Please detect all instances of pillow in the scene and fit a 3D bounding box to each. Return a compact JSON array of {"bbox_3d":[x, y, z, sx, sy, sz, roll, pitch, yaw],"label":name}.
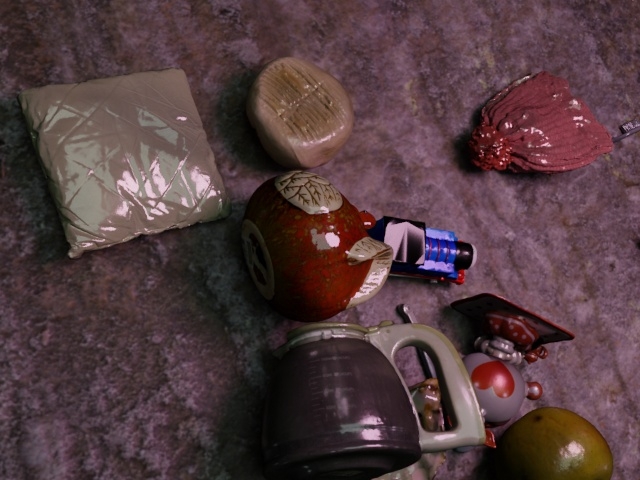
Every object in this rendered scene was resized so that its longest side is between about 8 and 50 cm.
[{"bbox_3d":[-0.309,-0.132,1.271,0.280,0.076,0.274,-17,86,-29],"label":"pillow"}]

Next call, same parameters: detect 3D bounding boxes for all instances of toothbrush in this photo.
[{"bbox_3d":[0.547,-0.191,1.622,0.321,0.023,0.031,-24,79,-24],"label":"toothbrush"}]

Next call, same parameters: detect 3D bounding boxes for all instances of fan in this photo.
[{"bbox_3d":[0.208,0.237,1.395,0.057,0.023,0.282,-21,86,-22],"label":"fan"}]

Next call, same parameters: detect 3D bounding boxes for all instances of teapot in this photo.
[{"bbox_3d":[0.059,0.233,1.204,0.321,0.239,0.239,-17,63,20],"label":"teapot"}]

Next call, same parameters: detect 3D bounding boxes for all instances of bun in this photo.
[{"bbox_3d":[-0.042,-0.213,1.362,0.178,0.128,0.193,-39,81,-24],"label":"bun"}]

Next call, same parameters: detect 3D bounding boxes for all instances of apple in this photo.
[{"bbox_3d":[0.391,0.372,1.341,0.196,0.196,0.157,-17,44,-23],"label":"apple"}]

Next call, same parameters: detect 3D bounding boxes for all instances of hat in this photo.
[{"bbox_3d":[0.399,-0.207,1.529,0.286,0.107,0.237,-26,59,-24],"label":"hat"}]

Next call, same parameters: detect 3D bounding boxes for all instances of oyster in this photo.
[{"bbox_3d":[0.142,0.332,1.326,0.132,0.072,0.209,1,83,2],"label":"oyster"}]

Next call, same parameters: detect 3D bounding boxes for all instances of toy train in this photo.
[{"bbox_3d":[0.173,0.021,1.374,0.204,0.131,0.083,8,74,-18],"label":"toy train"}]

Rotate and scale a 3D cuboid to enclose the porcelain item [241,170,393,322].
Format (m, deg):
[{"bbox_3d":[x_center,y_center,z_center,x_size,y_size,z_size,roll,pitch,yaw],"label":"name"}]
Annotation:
[{"bbox_3d":[0.000,0.000,1.264,0.253,0.253,0.253,5,75,-19],"label":"porcelain item"}]

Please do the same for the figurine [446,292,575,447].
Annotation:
[{"bbox_3d":[0.294,0.235,1.351,0.183,0.160,0.226,26,70,-11],"label":"figurine"}]
